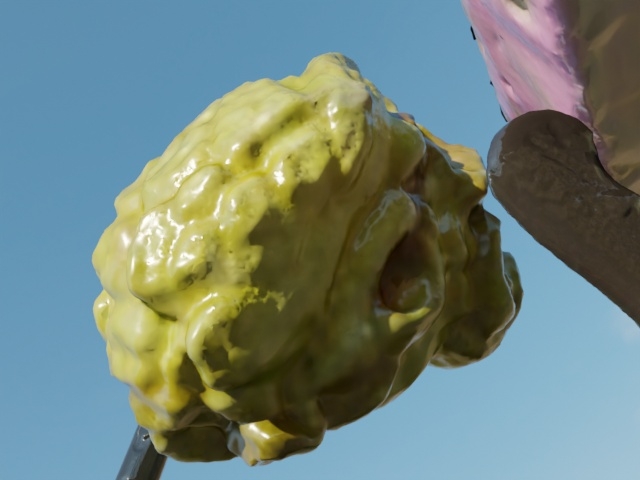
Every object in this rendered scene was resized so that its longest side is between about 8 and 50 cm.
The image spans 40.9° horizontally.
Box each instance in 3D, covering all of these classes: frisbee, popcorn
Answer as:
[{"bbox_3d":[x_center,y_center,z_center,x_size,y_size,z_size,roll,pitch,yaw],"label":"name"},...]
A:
[{"bbox_3d":[0.155,0.038,0.294,0.187,0.211,0.012,-9,-23,-18],"label":"frisbee"},{"bbox_3d":[0.000,0.000,0.524,0.286,0.173,0.225,-16,-65,-32],"label":"popcorn"}]

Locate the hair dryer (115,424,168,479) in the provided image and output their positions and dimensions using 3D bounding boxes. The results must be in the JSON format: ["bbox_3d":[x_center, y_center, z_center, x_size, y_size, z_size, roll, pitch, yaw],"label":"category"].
[{"bbox_3d":[-0.134,0.121,0.713,0.078,0.248,0.196,-1,-40,20],"label":"hair dryer"}]

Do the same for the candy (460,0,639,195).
[{"bbox_3d":[0.138,-0.127,0.355,0.155,0.116,0.265,-32,-36,6],"label":"candy"}]
